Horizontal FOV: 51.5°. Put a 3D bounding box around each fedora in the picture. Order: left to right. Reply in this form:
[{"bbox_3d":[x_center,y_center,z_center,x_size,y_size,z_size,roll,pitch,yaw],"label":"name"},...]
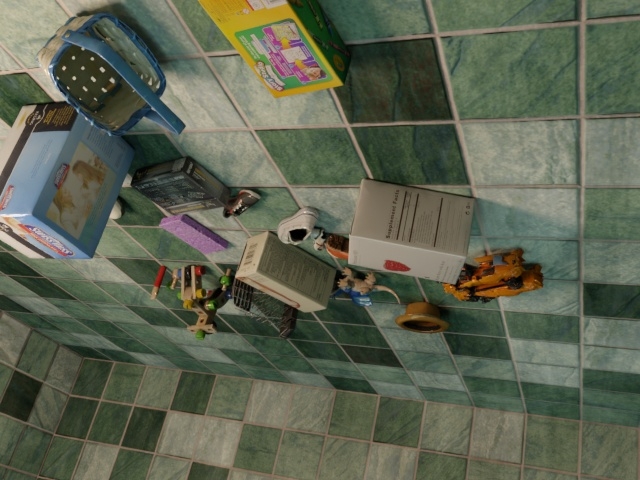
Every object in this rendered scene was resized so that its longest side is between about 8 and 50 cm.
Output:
[{"bbox_3d":[0.360,0.267,2.330,0.194,0.079,0.194,6,155,3],"label":"fedora"}]

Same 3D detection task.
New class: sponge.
[{"bbox_3d":[-0.417,-0.019,2.195,0.117,0.031,0.210,-11,144,41],"label":"sponge"}]

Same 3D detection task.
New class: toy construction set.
[{"bbox_3d":[-0.489,0.235,2.499,0.309,0.237,0.257,10,153,8],"label":"toy construction set"}]

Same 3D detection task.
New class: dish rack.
[{"bbox_3d":[-0.194,0.207,2.350,0.271,0.208,0.074,26,139,-23],"label":"dish rack"}]

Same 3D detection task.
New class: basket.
[{"bbox_3d":[-0.427,-0.336,1.353,0.289,0.201,0.255,35,170,36],"label":"basket"}]

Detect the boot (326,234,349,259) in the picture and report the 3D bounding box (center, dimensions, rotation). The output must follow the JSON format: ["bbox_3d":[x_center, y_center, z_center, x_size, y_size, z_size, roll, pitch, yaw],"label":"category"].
[{"bbox_3d":[0.091,0.035,2.037,0.158,0.059,0.084,22,157,2],"label":"boot"}]

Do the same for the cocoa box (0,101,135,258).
[{"bbox_3d":[-0.677,-0.152,1.705,0.228,0.347,0.231,0,151,25],"label":"cocoa box"}]

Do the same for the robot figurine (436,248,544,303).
[{"bbox_3d":[0.491,0.111,1.954,0.291,0.085,0.211,-15,142,43],"label":"robot figurine"}]

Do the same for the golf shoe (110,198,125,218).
[{"bbox_3d":[-0.727,-0.123,2.048,0.105,0.120,0.273,-7,148,33],"label":"golf shoe"}]

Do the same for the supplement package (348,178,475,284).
[{"bbox_3d":[0.230,-0.021,1.718,0.293,0.175,0.177,11,154,7],"label":"supplement package"}]

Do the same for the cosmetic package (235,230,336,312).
[{"bbox_3d":[-0.110,0.108,2.167,0.296,0.153,0.129,31,150,-29],"label":"cosmetic package"}]

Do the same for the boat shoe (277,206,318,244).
[{"bbox_3d":[-0.078,-0.027,1.966,0.083,0.076,0.226,21,153,-13],"label":"boat shoe"}]

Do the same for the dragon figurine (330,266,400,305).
[{"bbox_3d":[0.141,0.165,2.224,0.289,0.085,0.144,10,156,17],"label":"dragon figurine"}]

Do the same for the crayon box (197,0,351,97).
[{"bbox_3d":[-0.079,-0.394,1.240,0.165,0.081,0.278,-3,149,31],"label":"crayon box"}]

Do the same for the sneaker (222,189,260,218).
[{"bbox_3d":[-0.229,-0.097,1.914,0.061,0.065,0.158,30,150,-29],"label":"sneaker"}]

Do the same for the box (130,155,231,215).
[{"bbox_3d":[-0.400,-0.150,1.902,0.231,0.056,0.183,-8,147,37],"label":"box"}]

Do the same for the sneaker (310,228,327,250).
[{"bbox_3d":[0.000,0.000,2.023,0.044,0.040,0.109,3,152,16],"label":"sneaker"}]
